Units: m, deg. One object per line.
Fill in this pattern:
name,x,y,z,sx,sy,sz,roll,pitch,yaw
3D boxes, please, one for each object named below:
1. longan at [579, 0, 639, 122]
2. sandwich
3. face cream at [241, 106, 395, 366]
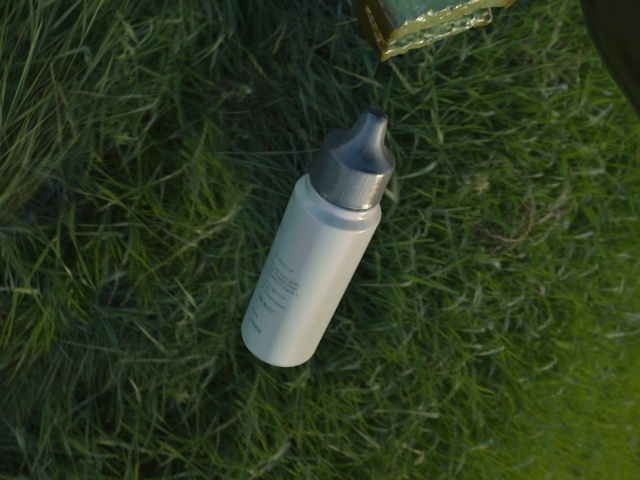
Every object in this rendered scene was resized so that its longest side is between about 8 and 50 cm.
longan,0.315,-0.132,0.374,0.361,0.361,0.360,-2,96,-24
sandwich,0.094,-0.252,0.705,0.122,0.235,0.128,-22,95,2
face cream,0.000,0.000,0.728,0.092,0.092,0.311,2,134,-24
